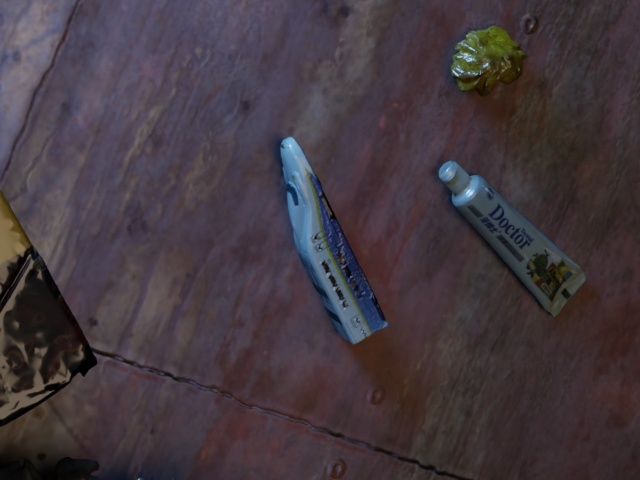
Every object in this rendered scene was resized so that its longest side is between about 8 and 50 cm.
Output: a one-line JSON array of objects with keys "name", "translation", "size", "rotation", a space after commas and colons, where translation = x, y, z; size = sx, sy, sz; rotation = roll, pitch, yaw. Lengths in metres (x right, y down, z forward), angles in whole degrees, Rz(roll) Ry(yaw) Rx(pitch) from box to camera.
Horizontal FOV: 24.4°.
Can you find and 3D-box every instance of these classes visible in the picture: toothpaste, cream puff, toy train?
[{"name": "toothpaste", "translation": [0.218, -0.006, 1.690], "size": [0.255, 0.037, 0.067], "rotation": [43, 80, -30]}, {"name": "cream puff", "translation": [0.184, -0.197, 1.619], "size": [0.083, 0.058, 0.083], "rotation": [17, 90, -27]}, {"name": "toy train", "translation": [0.000, 0.000, 1.571], "size": [0.051, 0.052, 0.233], "rotation": [-32, 113, -13]}]

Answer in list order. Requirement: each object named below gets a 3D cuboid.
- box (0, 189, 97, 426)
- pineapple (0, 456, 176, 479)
[{"name": "box", "translation": [-0.360, -0.056, 1.263], "size": [0.116, 0.264, 0.415], "rotation": [-33, 111, -17]}, {"name": "pineapple", "translation": [-0.210, 0.319, 1.458], "size": [0.357, 0.223, 0.222], "rotation": [29, 87, -18]}]
